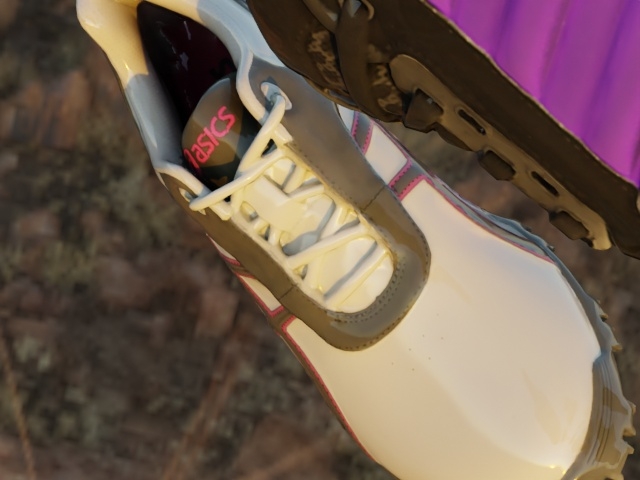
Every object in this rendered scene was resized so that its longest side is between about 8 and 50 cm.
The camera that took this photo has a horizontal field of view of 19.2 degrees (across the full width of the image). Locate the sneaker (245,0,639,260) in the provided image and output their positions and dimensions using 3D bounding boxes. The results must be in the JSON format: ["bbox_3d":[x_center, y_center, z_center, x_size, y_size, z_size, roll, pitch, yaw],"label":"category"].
[{"bbox_3d":[0.066,-0.048,0.401,0.293,0.146,0.102,63,29,-6],"label":"sneaker"}]

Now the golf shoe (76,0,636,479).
[{"bbox_3d":[0.000,0.000,0.690,0.120,0.105,0.273,20,25,-54],"label":"golf shoe"}]
